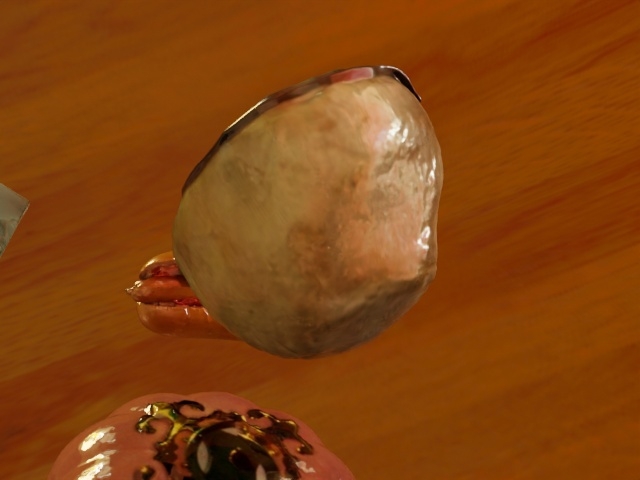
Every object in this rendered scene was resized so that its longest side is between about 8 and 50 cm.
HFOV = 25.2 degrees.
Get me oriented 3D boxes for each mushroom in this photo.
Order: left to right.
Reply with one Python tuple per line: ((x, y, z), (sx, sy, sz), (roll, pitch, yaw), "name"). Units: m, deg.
((-0.003, -0.001, 1.157), (0.267, 0.189, 0.164), (-42, 67, 30), "mushroom")

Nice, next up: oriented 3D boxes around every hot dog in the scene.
((-0.084, 0.058, 1.434), (0.235, 0.062, 0.092), (2, 84, -26), "hot dog")

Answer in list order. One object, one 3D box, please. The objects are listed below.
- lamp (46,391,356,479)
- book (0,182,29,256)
((-0.107, 0.281, 1.294), (0.305, 0.305, 0.240), (17, 123, 3), "lamp")
((-0.266, -0.020, 1.002), (0.103, 0.135, 0.017), (32, 115, -12), "book")
